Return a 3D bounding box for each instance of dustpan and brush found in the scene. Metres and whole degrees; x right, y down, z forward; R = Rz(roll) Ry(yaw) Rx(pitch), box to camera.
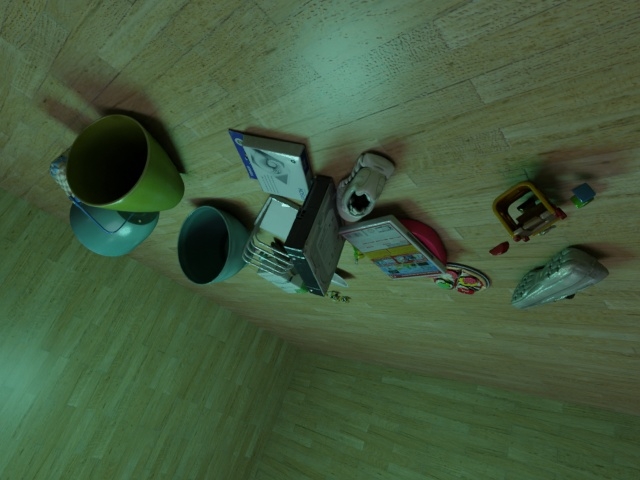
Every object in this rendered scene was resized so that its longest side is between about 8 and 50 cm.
[{"bbox_3d":[0.013,0.130,1.748,0.211,0.060,0.147,25,170,-25],"label":"dustpan and brush"}]

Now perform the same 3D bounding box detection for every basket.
[{"bbox_3d":[-0.734,-0.197,1.407,0.289,0.254,0.201,46,150,-24],"label":"basket"}]

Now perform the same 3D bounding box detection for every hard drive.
[{"bbox_3d":[0.000,0.000,1.230,0.064,0.236,0.339,13,155,19],"label":"hard drive"}]

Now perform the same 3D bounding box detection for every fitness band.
[{"bbox_3d":[0.275,0.027,1.284,0.209,0.054,0.291,2,148,34],"label":"fitness band"}]

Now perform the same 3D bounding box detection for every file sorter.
[{"bbox_3d":[-0.145,-0.002,1.431,0.193,0.173,0.278,27,157,-10],"label":"file sorter"}]

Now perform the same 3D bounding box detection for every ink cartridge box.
[{"bbox_3d":[-0.134,-0.199,1.151,0.224,0.045,0.223,15,156,16],"label":"ink cartridge box"},{"bbox_3d":[-0.164,0.160,1.910,0.208,0.086,0.153,36,153,-32],"label":"ink cartridge box"}]

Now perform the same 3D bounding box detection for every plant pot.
[{"bbox_3d":[-0.381,0.023,1.607,0.293,0.292,0.196,5,179,34],"label":"plant pot"},{"bbox_3d":[-0.772,-0.110,1.617,0.235,0.292,0.293,-21,134,37],"label":"plant pot"},{"bbox_3d":[-0.563,-0.196,1.298,0.275,0.274,0.293,14,172,17],"label":"plant pot"}]

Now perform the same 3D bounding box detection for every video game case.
[{"bbox_3d":[0.216,0.030,1.246,0.285,0.025,0.204,39,148,-30],"label":"video game case"}]

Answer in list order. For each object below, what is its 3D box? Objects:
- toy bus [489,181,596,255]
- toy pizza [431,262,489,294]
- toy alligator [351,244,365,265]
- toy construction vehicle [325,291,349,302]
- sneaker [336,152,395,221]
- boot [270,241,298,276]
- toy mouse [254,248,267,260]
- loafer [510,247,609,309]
[{"bbox_3d":[0.437,-0.065,0.876,0.104,0.191,0.202,61,165,19],"label":"toy bus"},{"bbox_3d":[0.457,0.135,1.391,0.201,0.032,0.201,18,157,8],"label":"toy pizza"},{"bbox_3d":[0.140,0.032,1.421,0.051,0.056,0.189,-21,154,-5],"label":"toy alligator"},{"bbox_3d":[0.082,0.275,2.027,0.086,0.035,0.098,24,162,-34],"label":"toy construction vehicle"},{"bbox_3d":[0.093,-0.106,1.073,0.110,0.118,0.292,20,158,-2],"label":"sneaker"},{"bbox_3d":[-0.119,0.067,1.717,0.106,0.082,0.219,-13,140,18],"label":"boot"},{"bbox_3d":[-0.289,0.057,1.862,0.143,0.031,0.161,7,153,31],"label":"toy mouse"},{"bbox_3d":[0.628,0.126,1.126,0.112,0.112,0.319,28,157,7],"label":"loafer"}]
